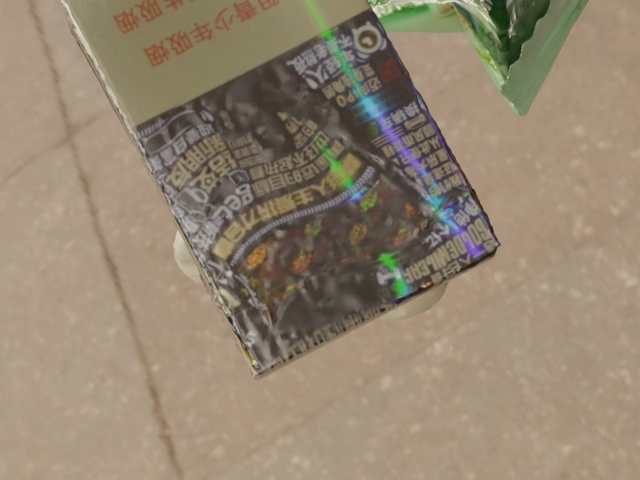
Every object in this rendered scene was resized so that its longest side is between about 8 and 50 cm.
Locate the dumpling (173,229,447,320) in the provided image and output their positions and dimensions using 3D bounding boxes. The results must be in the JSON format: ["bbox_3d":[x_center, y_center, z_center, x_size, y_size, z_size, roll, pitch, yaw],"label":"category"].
[{"bbox_3d":[0.000,0.000,1.315,0.242,0.318,0.187,-26,59,0],"label":"dumpling"}]

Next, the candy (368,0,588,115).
[{"bbox_3d":[0.126,-0.309,1.614,0.397,0.172,0.263,27,83,29],"label":"candy"}]

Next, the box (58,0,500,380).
[{"bbox_3d":[-0.031,-0.081,1.081,0.198,0.310,0.084,-27,-4,-7],"label":"box"}]
